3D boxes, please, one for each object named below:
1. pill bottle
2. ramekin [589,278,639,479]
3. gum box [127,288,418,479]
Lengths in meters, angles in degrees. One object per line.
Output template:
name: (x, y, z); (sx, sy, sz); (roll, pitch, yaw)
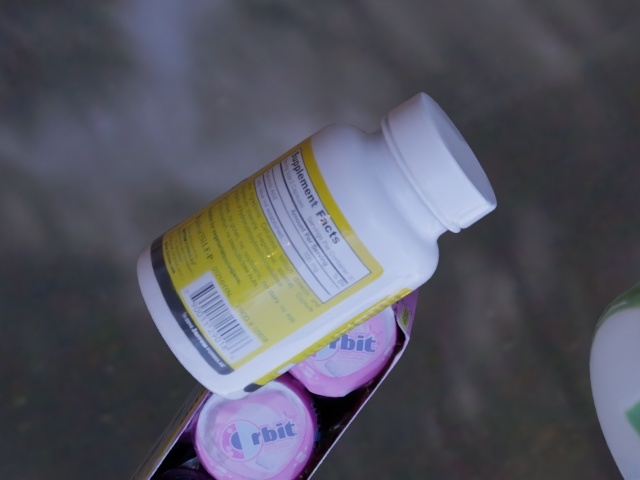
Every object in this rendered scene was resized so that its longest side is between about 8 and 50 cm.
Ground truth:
pill bottle: (0.000, 0.000, 0.683); (0.116, 0.065, 0.065); (-32, 159, 13)
ramekin: (0.344, 0.132, 1.517); (0.148, 0.303, 0.303); (-28, 162, -23)
gum box: (-0.028, 0.081, 0.909); (0.188, 0.062, 0.107); (-54, -177, 11)
